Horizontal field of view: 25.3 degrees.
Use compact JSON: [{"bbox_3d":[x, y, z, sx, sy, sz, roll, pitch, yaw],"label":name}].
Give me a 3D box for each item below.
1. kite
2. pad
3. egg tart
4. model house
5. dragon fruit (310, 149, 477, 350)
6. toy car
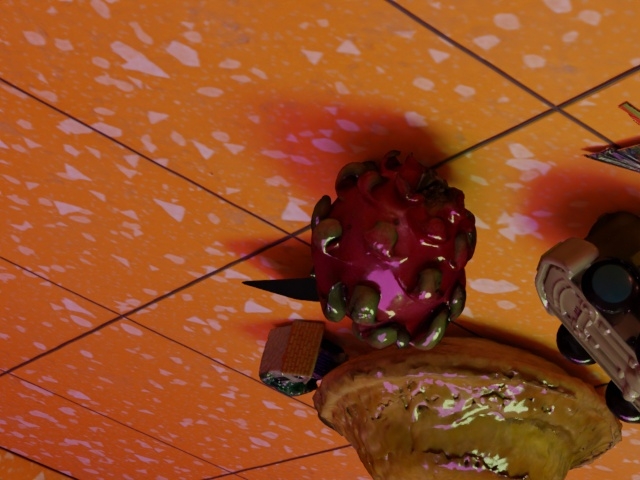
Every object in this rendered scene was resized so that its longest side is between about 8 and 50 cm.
[{"bbox_3d":[0.347,-0.091,1.400,0.190,0.010,0.159,-13,140,43],"label":"kite"},{"bbox_3d":[-0.006,0.021,1.775,0.250,0.055,0.323,-3,148,34],"label":"pad"},{"bbox_3d":[0.204,0.285,2.019,0.443,0.178,0.443,8,154,4],"label":"egg tart"},{"bbox_3d":[-0.016,0.175,2.052,0.100,0.088,0.100,30,153,-34],"label":"model house"},{"bbox_3d":[0.084,0.017,1.568,0.218,0.198,0.273,56,-176,13],"label":"dragon fruit"},{"bbox_3d":[0.372,0.071,1.523,0.248,0.198,0.204,50,167,18],"label":"toy car"}]
